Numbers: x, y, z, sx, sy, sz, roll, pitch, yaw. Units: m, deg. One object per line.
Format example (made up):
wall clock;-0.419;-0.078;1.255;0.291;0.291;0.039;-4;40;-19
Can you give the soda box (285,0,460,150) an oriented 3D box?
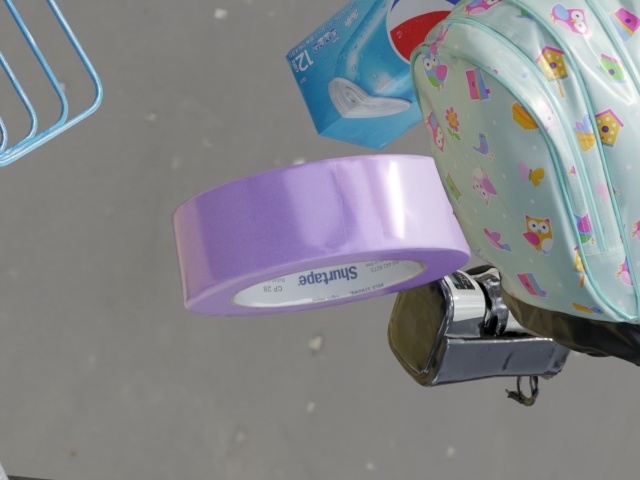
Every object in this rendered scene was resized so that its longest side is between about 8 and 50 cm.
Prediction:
soda box;0.081;-0.143;0.958;0.071;0.210;0.067;9;52;-52

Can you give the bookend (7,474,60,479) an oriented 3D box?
bookend;-0.281;0.325;1.490;0.072;0.156;0.157;9;91;-14

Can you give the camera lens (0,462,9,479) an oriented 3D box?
camera lens;-0.268;0.149;0.768;0.219;0.219;0.274;-26;90;-51

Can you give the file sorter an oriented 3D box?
file sorter;-0.242;-0.091;0.982;0.118;0.170;0.104;-38;105;-41

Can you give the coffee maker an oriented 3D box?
coffee maker;0.173;0.107;1.630;0.178;0.120;0.171;-2;99;-29

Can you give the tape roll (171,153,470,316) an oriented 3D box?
tape roll;0.000;0.000;1.444;0.275;0.275;0.090;11;67;-58

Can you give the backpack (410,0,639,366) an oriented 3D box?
backpack;0.120;-0.038;0.706;0.115;0.152;0.182;-32;116;-27
